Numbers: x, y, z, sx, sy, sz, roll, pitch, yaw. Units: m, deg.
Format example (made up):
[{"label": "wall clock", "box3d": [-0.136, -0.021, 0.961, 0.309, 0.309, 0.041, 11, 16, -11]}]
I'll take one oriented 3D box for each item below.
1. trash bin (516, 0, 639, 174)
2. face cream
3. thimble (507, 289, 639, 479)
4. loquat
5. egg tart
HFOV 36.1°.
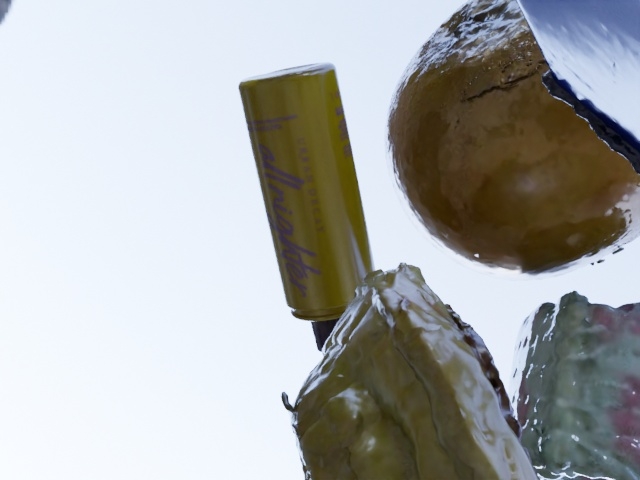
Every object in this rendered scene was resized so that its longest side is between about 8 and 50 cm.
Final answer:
[{"label": "trash bin", "box3d": [0.118, -0.134, 0.322, 0.162, 0.234, 0.184, -38, -128, 2]}, {"label": "face cream", "box3d": [0.000, 0.000, 0.781, 0.078, 0.078, 0.273, 5, -69, 49]}, {"label": "thimble", "box3d": [0.234, 0.131, 0.785, 0.185, 0.211, 0.149, 1, -106, 36]}, {"label": "loquat", "box3d": [0.181, -0.094, 0.825, 0.263, 0.263, 0.263, 10, -76, 49]}, {"label": "egg tart", "box3d": [0.049, 0.155, 0.581, 0.290, 0.115, 0.290, 165, -90, -81]}]
